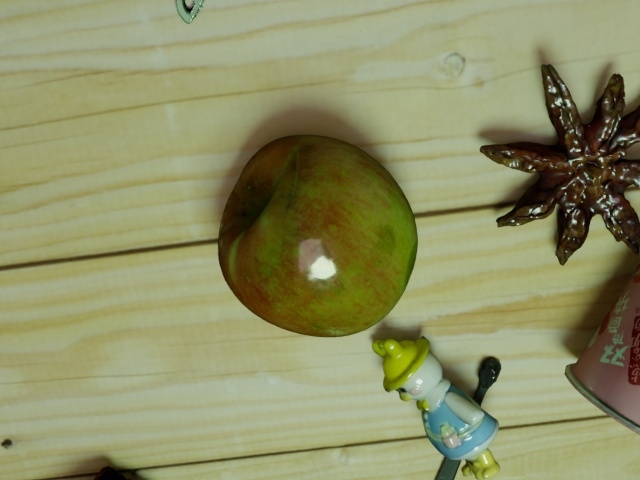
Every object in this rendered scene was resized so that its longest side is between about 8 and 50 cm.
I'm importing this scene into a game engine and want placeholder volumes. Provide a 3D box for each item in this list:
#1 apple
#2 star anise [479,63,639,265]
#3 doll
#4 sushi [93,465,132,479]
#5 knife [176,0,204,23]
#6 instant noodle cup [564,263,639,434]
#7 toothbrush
[{"bbox_3d":[0.000,0.000,0.860,0.226,0.246,0.246,30,108,-30],"label":"apple"},{"bbox_3d":[0.344,-0.098,0.874,0.288,0.088,0.289,0,108,0],"label":"star anise"},{"bbox_3d":[0.166,0.227,0.972,0.098,0.135,0.241,-42,93,12],"label":"doll"},{"bbox_3d":[-0.344,0.463,1.053,0.126,0.136,0.225,35,111,-3],"label":"sushi"},{"bbox_3d":[-0.100,-0.391,0.802,0.043,0.020,0.293,28,108,-11],"label":"knife"},{"bbox_3d":[0.478,0.130,0.884,0.242,0.243,0.231,20,103,-7],"label":"instant noodle cup"},{"bbox_3d":[0.215,0.311,1.053,0.030,0.030,0.298,23,112,19],"label":"toothbrush"}]
